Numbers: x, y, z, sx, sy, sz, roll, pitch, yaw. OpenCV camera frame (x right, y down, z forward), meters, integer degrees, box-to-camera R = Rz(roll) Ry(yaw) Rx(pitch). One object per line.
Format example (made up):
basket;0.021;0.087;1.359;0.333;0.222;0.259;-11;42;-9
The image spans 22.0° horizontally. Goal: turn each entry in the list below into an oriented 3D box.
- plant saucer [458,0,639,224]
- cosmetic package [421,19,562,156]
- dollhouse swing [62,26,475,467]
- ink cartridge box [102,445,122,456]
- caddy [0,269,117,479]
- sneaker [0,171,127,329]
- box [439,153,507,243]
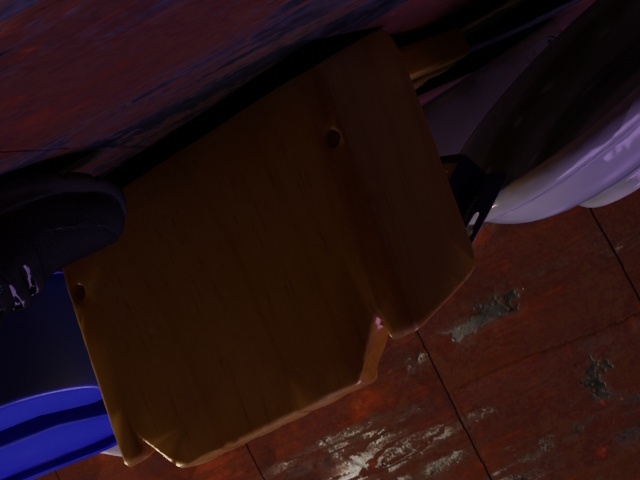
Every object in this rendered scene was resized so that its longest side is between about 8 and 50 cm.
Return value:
plant saucer;0.286;-0.137;1.530;0.400;0.100;0.400;-43;-169;10
cosmetic package;0.143;-0.099;1.790;0.309;0.113;0.160;-33;178;-17
dollhouse swing;0.000;0.000;1.460;0.347;0.315;0.305;-29;164;36
ink cartridge box;-0.293;0.172;2.027;0.273;0.115;0.198;6;-169;27
caddy;-0.339;0.133;1.680;0.341;0.179;0.241;-22;155;8
sneaker;-0.281;0.052;1.221;0.341;0.140;0.125;-25;174;-32
box;0.065;-0.011;1.483;0.225;0.036;0.136;-2;-127;57
